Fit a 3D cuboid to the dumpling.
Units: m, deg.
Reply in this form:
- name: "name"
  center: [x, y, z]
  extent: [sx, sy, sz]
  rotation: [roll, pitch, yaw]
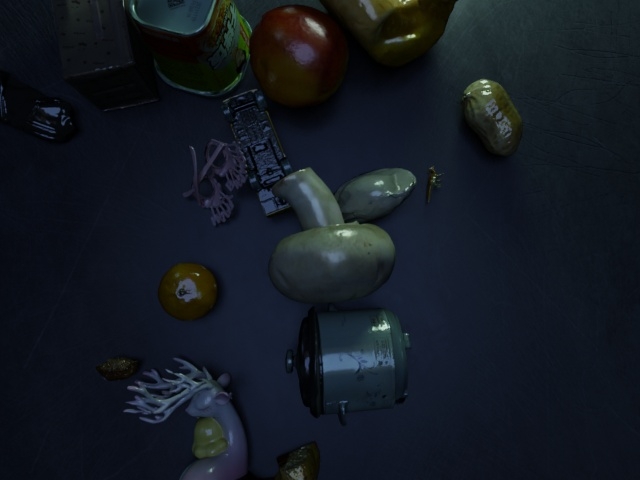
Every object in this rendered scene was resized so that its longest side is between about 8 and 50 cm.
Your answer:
- name: "dumpling"
  center: [0.139, -0.131, 1.346]
  extent: [0.247, 0.142, 0.173]
  rotation: [-13, 47, 22]

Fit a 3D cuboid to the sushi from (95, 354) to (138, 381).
- name: "sushi"
  center: [-0.539, 0.337, 1.337]
  extent: [0.118, 0.061, 0.060]
  rotation: [-14, 110, -8]

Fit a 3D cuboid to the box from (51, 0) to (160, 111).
- name: "box"
  center: [-0.570, -0.539, 1.347]
  extent: [0.190, 0.225, 0.297]
  rotation: [-11, 83, -1]

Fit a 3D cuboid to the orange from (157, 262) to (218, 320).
- name: "orange"
  center: [-0.349, 0.134, 1.324]
  extent: [0.156, 0.124, 0.156]
  rotation: [-1, 83, 4]

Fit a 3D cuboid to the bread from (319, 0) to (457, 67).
- name: "bread"
  center: [0.162, -0.659, 1.341]
  extent: [0.361, 0.250, 0.394]
  rotation: [-37, 90, -14]

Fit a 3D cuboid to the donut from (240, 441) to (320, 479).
- name: "donut"
  center: [-0.123, 0.650, 1.274]
  extent: [0.295, 0.112, 0.151]
  rotation: [-23, 81, -1]

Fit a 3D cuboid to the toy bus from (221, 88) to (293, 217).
- name: "toy bus"
  center: [-0.154, -0.233, 1.361]
  extent: [0.121, 0.123, 0.336]
  rotation: [-22, 84, 0]

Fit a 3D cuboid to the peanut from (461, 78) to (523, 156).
- name: "peanut"
  center: [0.465, -0.332, 1.361]
  extent: [0.129, 0.129, 0.224]
  rotation: [-33, 82, -3]

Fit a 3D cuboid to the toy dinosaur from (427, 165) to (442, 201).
- name: "toy dinosaur"
  center: [0.316, -0.154, 1.394]
  extent: [0.041, 0.026, 0.113]
  rotation: [4, 75, 8]

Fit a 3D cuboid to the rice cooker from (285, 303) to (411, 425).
- name: "rice cooker"
  center: [0.061, 0.294, 1.235]
  extent: [0.316, 0.264, 0.317]
  rotation: [1, 59, -2]

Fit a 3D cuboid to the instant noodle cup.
- name: "instant noodle cup"
  center: [-0.335, -0.559, 1.305]
  extent: [0.293, 0.308, 0.294]
  rotation: [0, 84, 1]

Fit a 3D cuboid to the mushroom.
- name: "mushroom"
  center: [-0.002, 0.034, 1.223]
  extent: [0.356, 0.315, 0.315]
  rotation: [31, 85, -17]

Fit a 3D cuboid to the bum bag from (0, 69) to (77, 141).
- name: "bum bag"
  center: [-0.829, -0.379, 1.407]
  extent: [0.326, 0.080, 0.142]
  rotation: [22, 88, 2]

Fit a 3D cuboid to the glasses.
- name: "glasses"
  center: [-0.280, -0.158, 1.325]
  extent: [0.162, 0.095, 0.255]
  rotation: [35, 122, 13]

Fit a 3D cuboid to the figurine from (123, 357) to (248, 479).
- name: "figurine"
  center: [-0.330, 0.451, 1.259]
  extent: [0.284, 0.206, 0.316]
  rotation: [-4, 78, -11]

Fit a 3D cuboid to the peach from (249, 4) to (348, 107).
- name: "peach"
  center: [-0.063, -0.485, 1.328]
  extent: [0.280, 0.238, 0.281]
  rotation: [0, 86, 2]
